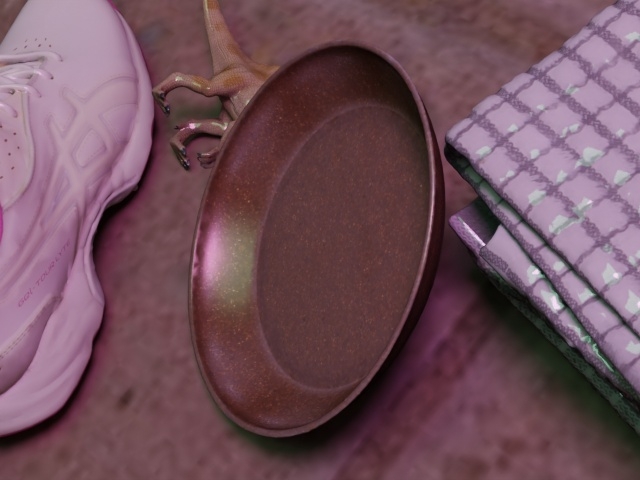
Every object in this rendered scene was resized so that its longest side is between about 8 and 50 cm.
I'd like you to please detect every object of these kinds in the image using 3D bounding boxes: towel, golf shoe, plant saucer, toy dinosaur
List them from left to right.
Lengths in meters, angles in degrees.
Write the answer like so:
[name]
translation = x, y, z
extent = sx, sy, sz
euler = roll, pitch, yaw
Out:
[golf shoe]
translation = -0.175, -0.049, 0.643
extent = 0.115, 0.140, 0.306
euler = -8, 56, 18
[toy dinosaur]
translation = -0.051, -0.087, 0.683
extent = 0.092, 0.053, 0.183
euler = -28, 61, -16
[plant saucer]
translation = 0.000, 0.000, 0.564
extent = 0.198, 0.036, 0.198
euler = -22, 62, 48
[towel]
translation = 0.218, 0.001, 0.482
extent = 0.235, 0.121, 0.283
euler = -39, 56, -3
